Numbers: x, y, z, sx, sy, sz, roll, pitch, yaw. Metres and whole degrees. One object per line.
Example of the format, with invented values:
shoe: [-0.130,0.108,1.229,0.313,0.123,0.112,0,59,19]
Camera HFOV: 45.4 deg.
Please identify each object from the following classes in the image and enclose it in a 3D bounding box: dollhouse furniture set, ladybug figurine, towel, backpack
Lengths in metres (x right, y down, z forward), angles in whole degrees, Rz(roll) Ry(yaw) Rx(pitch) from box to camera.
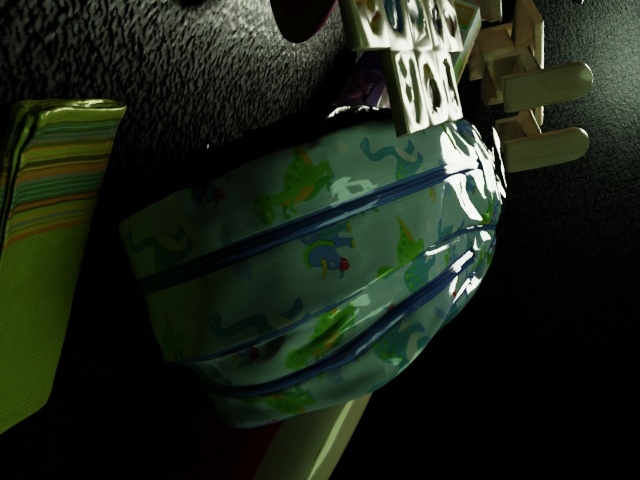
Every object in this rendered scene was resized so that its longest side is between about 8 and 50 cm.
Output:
dollhouse furniture set: [0.398,-0.393,1.325,0.394,0.257,0.362,74,7,-45]
ladybug figurine: [-0.047,0.167,0.894,0.449,0.162,0.305,-61,-175,-33]
towel: [-0.180,0.024,0.491,0.102,0.021,0.237,-31,142,-68]
backpack: [0.000,0.000,0.639,0.355,0.290,0.273,15,63,-67]

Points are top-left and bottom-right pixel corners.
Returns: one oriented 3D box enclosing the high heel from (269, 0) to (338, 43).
high heel: [0.022,-0.279,0.676,0.117,0.082,0.244,19,81,-68]

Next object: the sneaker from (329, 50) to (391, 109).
sneaker: [0.047,-0.160,0.978,0.236,0.095,0.104,-64,160,-10]

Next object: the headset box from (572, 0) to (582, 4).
headset box: [0.286,-0.493,1.012,0.283,0.246,0.131,-70,168,17]

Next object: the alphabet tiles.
alphabet tiles: [0.047,-0.250,0.553,0.285,0.011,0.342,-31,110,-65]

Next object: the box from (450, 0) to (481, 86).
box: [0.176,-0.288,1.243,0.114,0.103,0.203,-3,115,-76]
